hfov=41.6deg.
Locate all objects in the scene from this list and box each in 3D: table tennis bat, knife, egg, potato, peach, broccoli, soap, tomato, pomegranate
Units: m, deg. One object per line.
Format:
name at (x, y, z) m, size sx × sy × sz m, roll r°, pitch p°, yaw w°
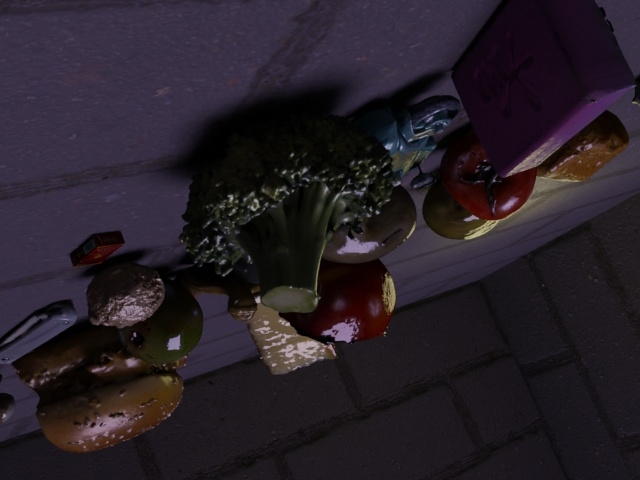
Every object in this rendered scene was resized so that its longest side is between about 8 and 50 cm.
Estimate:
table tennis bat at (-0.157, 0.084, 1.609) m, size 0.199 × 0.050 × 0.321 m, roll -2°, pitch -166°, yaw -8°
knife at (-0.571, 0.183, 1.656) m, size 0.266 × 0.040 × 0.073 m, roll -31°, pitch 155°, yaw 36°
egg at (-0.343, 0.094, 1.480) m, size 0.140 × 0.118 × 0.116 m, roll -12°, pitch -176°, yaw -6°
potato at (0.317, -0.082, 1.835) m, size 0.197 × 0.148 × 0.228 m, roll -14°, pitch 173°, yaw 33°
peach at (0.063, 0.107, 1.982) m, size 0.362 × 0.201 × 0.258 m, roll 0°, pitch -162°, yaw -45°
broccoli at (-0.054, -0.050, 1.139) m, size 0.288 × 0.235 × 0.259 m, roll -48°, pitch -172°, yaw 47°
soap at (0.278, -0.212, 1.106) m, size 0.081 × 0.181 × 0.259 m, roll -18°, pitch 169°, yaw -19°
potato at (0.066, -0.038, 1.507) m, size 0.178 × 0.160 × 0.235 m, roll -20°, pitch -173°, yaw 43°
tomato at (0.323, -0.131, 1.576) m, size 0.187 × 0.187 × 0.151 m, roll -27°, pitch 179°, yaw 22°
pomegranate at (-0.302, 0.153, 1.672) m, size 0.211 × 0.179 × 0.179 m, roll -14°, pitch 165°, yaw -40°

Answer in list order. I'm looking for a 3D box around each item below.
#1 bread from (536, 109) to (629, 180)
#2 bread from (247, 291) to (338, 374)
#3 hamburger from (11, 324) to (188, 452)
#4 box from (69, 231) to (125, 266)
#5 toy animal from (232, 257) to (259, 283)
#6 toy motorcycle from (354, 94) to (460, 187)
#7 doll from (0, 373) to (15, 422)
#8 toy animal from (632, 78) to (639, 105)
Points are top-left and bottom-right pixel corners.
bread at (0.504, -0.199, 1.700) m, size 0.167 × 0.132 × 0.294 m, roll -31°, pitch 165°, yaw 32°
bread at (-0.076, 0.235, 2.270) m, size 0.249 × 0.278 × 0.315 m, roll -17°, pitch -179°, yaw 6°
hamburger at (-0.447, 0.310, 1.928) m, size 0.287 × 0.268 × 0.445 m, roll -31°, pitch 165°, yaw 18°
box at (-0.353, 0.014, 1.331) m, size 0.052 × 0.023 × 0.082 m, roll -7°, pitch 161°, yaw -48°
toy animal at (-0.080, 0.016, 1.606) m, size 0.125 × 0.127 × 0.251 m, roll -32°, pitch 169°, yaw 28°
toy motorcycle at (0.091, -0.130, 1.308) m, size 0.199 × 0.109 × 0.296 m, roll -16°, pitch 166°, yaw -19°
doll at (-0.778, 0.358, 1.769) m, size 0.235 × 0.174 × 0.330 m, roll -52°, pitch 174°, yaw -9°
toy animal at (0.717, -0.330, 1.642) m, size 0.170 × 0.089 × 0.255 m, roll -17°, pitch 166°, yaw -6°
